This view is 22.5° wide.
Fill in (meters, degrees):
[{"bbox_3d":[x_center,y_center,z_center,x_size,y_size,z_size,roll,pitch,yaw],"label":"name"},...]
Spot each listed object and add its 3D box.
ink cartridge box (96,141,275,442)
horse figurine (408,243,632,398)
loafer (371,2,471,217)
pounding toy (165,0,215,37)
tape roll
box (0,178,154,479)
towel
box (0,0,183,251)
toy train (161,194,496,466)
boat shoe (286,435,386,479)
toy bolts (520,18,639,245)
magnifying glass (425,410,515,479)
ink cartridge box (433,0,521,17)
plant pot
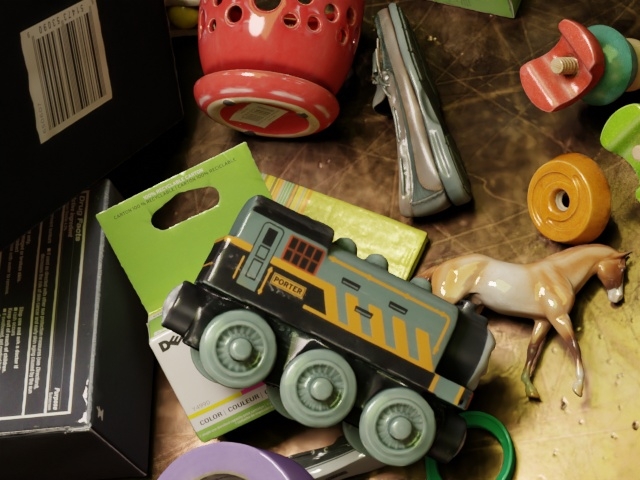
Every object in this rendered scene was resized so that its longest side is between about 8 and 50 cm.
[{"bbox_3d":[-0.102,0.055,1.702,0.189,0.255,0.097,-26,17,0],"label":"ink cartridge box"},{"bbox_3d":[0.190,0.076,1.711,0.263,0.066,0.174,4,73,16],"label":"horse figurine"},{"bbox_3d":[0.093,-0.150,1.832,0.084,0.096,0.267,-23,63,13],"label":"loafer"},{"bbox_3d":[-0.265,-0.302,1.974,0.270,0.155,0.154,-1,61,17],"label":"pounding toy"},{"bbox_3d":[-0.087,0.306,1.659,0.189,0.080,0.189,-6,75,24],"label":"tape roll"},{"bbox_3d":[-0.347,0.113,1.791,0.294,0.182,0.296,-6,63,15],"label":"box"},{"bbox_3d":[0.000,0.000,1.832,0.237,0.021,0.102,20,79,23],"label":"towel"},{"bbox_3d":[-0.474,-0.186,1.756,0.472,0.297,0.480,1,22,22],"label":"box"},{"bbox_3d":[0.014,0.094,1.606,0.334,0.142,0.190,26,84,-7],"label":"toy train"},{"bbox_3d":[0.026,0.227,1.701,0.142,0.049,0.040,-21,61,9],"label":"boat shoe"},{"bbox_3d":[0.324,-0.120,1.750,0.218,0.158,0.228,-44,64,41],"label":"toy bolts"},{"bbox_3d":[0.135,0.286,1.655,0.092,0.026,0.231,13,69,22],"label":"magnifying glass"},{"bbox_3d":[0.149,-0.345,1.918,0.209,0.062,0.109,15,71,23],"label":"ink cartridge box"},{"bbox_3d":[-0.050,-0.219,1.856,0.191,0.191,0.174,1,75,18],"label":"plant pot"}]
